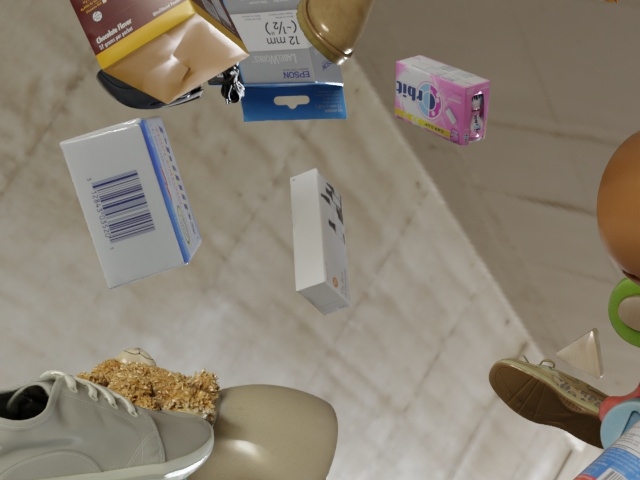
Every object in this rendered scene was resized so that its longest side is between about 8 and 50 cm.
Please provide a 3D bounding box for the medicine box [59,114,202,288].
[{"bbox_3d":[-0.332,-0.079,1.914,0.289,0.149,0.263,-97,170,-82],"label":"medicine box"}]

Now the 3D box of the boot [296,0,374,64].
[{"bbox_3d":[0.089,-0.371,1.321,0.089,0.269,0.236,34,35,-22],"label":"boot"}]

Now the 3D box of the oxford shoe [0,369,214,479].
[{"bbox_3d":[-0.273,0.212,1.202,0.169,0.130,0.449,4,-2,34],"label":"oxford shoe"}]

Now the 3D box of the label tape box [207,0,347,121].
[{"bbox_3d":[-0.105,-0.377,2.057,0.249,0.115,0.348,3,-62,28],"label":"label tape box"}]

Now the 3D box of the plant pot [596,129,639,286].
[{"bbox_3d":[0.464,-0.033,1.233,0.291,0.291,0.203,37,-13,-25],"label":"plant pot"}]

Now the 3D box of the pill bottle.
[{"bbox_3d":[0.404,0.269,1.245,0.124,0.221,0.124,47,-20,23],"label":"pill bottle"}]

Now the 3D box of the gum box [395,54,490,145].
[{"bbox_3d":[0.215,-0.247,1.869,0.188,0.062,0.107,31,-48,45],"label":"gum box"}]

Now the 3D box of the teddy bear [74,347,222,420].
[{"bbox_3d":[-0.281,0.238,1.697,0.245,0.113,0.338,-5,2,-4],"label":"teddy bear"}]

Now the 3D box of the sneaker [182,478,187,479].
[{"bbox_3d":[-0.270,0.511,2.298,0.065,0.166,0.076,30,0,-40],"label":"sneaker"}]

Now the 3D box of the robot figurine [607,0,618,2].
[{"bbox_3d":[0.171,-0.297,0.956,0.291,0.085,0.211,19,26,-8],"label":"robot figurine"}]

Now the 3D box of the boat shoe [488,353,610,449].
[{"bbox_3d":[0.453,0.298,2.020,0.285,0.089,0.104,30,-52,0],"label":"boat shoe"}]

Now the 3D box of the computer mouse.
[{"bbox_3d":[-0.260,-0.276,1.835,0.262,0.060,0.184,3,-20,-5],"label":"computer mouse"}]

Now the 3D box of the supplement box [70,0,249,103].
[{"bbox_3d":[-0.209,-0.297,1.287,0.194,0.129,0.191,63,11,11],"label":"supplement box"}]

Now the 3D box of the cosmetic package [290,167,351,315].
[{"bbox_3d":[0.000,0.000,1.837,0.060,0.239,0.099,-21,-38,23],"label":"cosmetic package"}]

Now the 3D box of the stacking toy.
[{"bbox_3d":[0.530,0.219,1.721,0.279,0.309,0.130,46,33,15],"label":"stacking toy"}]

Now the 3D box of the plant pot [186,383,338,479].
[{"bbox_3d":[-0.130,0.359,1.829,0.191,0.284,0.284,34,-10,-21],"label":"plant pot"}]
